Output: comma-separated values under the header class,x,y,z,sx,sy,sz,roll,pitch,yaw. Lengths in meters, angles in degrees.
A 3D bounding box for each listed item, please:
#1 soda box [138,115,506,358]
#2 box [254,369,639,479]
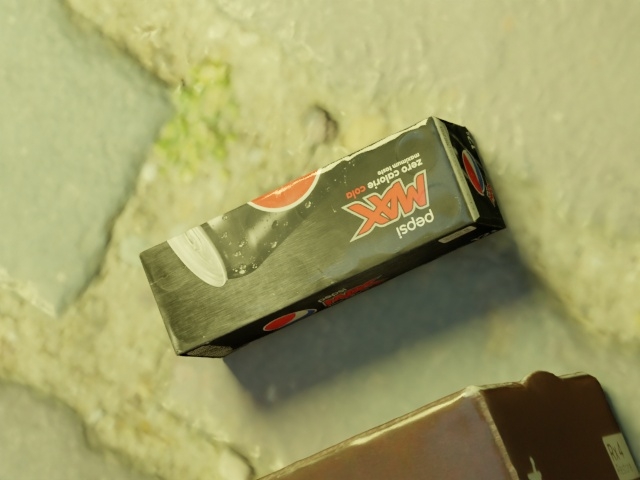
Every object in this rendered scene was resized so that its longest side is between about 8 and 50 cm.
class,x,y,z,sx,sy,sz,roll,pitch,yaw
soda box,0.000,0.000,0.941,0.169,0.053,0.060,-25,79,19
box,-0.040,0.193,0.877,0.381,0.191,0.143,-28,78,20
